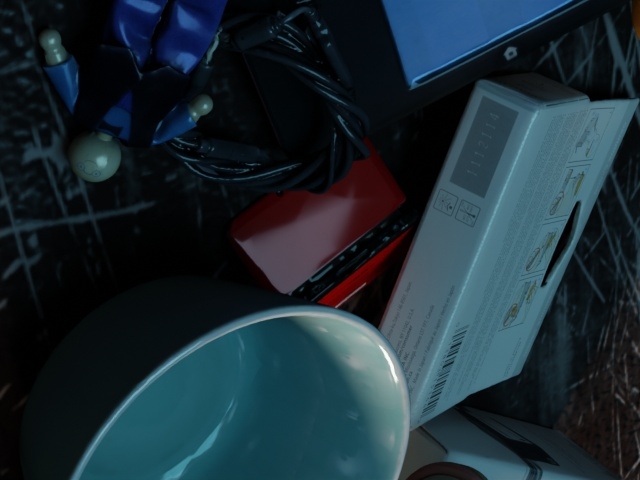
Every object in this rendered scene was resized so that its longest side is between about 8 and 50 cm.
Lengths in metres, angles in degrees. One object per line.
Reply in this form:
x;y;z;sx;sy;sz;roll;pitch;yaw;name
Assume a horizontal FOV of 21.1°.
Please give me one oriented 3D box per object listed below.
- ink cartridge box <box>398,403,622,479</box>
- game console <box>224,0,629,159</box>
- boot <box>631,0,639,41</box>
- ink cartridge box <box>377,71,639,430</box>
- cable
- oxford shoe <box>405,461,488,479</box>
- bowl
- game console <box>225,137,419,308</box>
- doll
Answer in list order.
0.122;0.277;1.593;0.307;0.129;0.223;19;103;-45;ink cartridge box
0.101;-0.251;1.225;0.386;0.060;0.342;-27;132;-4;game console
0.250;-0.307;1.365;0.211;0.104;0.295;6;109;-36;boot
0.155;0.001;1.493;0.261;0.066;0.296;-14;128;-63;ink cartridge box
-0.044;-0.088;1.237;0.151;0.047;0.184;-18;137;8;cable
0.094;0.327;1.453;0.130;0.123;0.348;-30;136;-57;oxford shoe
-0.102;0.150;1.296;0.311;0.163;0.311;-22;129;-29;bowl
0.000;0.000;1.397;0.144;0.085;0.124;-38;166;-15;game console
-0.129;-0.117;1.164;0.129;0.046;0.189;18;126;-16;doll
